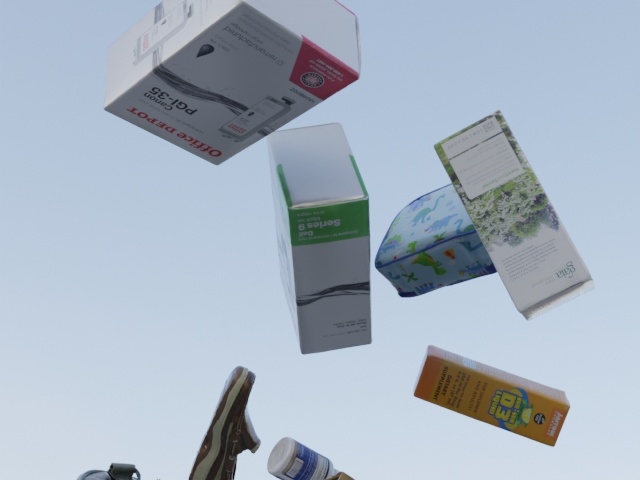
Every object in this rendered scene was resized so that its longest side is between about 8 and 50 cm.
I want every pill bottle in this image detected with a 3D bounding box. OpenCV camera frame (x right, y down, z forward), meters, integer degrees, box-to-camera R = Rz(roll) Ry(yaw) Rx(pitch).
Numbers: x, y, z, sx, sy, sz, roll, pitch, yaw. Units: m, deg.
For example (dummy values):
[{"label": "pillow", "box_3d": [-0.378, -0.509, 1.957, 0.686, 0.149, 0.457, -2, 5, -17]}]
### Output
[{"label": "pill bottle", "box_3d": [-0.021, 0.372, 1.536, 0.120, 0.067, 0.067, 33, -41, -20]}]

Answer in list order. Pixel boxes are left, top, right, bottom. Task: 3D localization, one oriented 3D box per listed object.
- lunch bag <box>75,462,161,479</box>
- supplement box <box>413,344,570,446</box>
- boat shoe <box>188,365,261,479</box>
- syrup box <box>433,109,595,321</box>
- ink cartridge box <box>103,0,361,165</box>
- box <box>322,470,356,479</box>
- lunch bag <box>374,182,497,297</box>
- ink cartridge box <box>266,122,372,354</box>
[{"label": "lunch bag", "box_3d": [-0.251, 0.416, 0.975, 0.305, 0.256, 0.212, -51, -45, 7]}, {"label": "supplement box", "box_3d": [0.267, 0.242, 1.489, 0.233, 0.078, 0.080, 18, 7, 3]}, {"label": "boat shoe", "box_3d": [-0.144, 0.325, 1.628, 0.095, 0.095, 0.257, 21, -58, -4]}, {"label": "syrup box", "box_3d": [0.235, -0.028, 1.150, 0.093, 0.237, 0.096, -28, -16, 11]}, {"label": "ink cartridge box", "box_3d": [-0.118, -0.233, 1.243, 0.283, 0.117, 0.207, -27, -38, 37]}, {"label": "box", "box_3d": [0.073, 0.354, 1.138, 0.201, 0.021, 0.164, 36, -34, -4]}, {"label": "lunch bag", "box_3d": [0.194, -0.016, 1.363, 0.219, 0.176, 0.090, -24, -62, 40]}, {"label": "ink cartridge box", "box_3d": [0.000, 0.000, 1.453, 0.122, 0.211, 0.289, -9, -52, -7]}]
